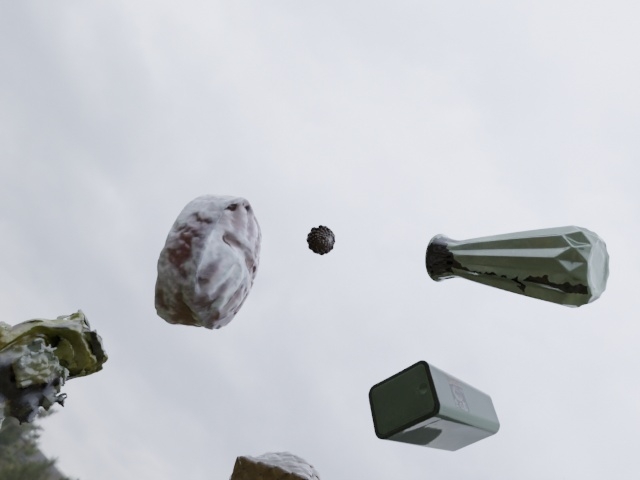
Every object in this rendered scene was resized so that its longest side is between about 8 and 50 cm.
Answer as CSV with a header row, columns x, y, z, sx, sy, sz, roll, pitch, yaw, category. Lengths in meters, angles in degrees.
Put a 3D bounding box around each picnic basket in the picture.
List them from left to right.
x,y,z,sx,sy,sz,roll,pitch,yaw,category
-0.114,0.760,1.553,0.292,0.337,0.337,10,-50,20,picnic basket

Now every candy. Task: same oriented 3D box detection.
x,y,z,sx,sy,sz,roll,pitch,yaw,category
-0.212,0.039,1.122,0.157,0.290,0.214,5,-37,21,candy

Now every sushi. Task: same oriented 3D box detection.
x,y,z,sx,sy,sz,roll,pitch,yaw,category
-0.445,0.187,0.775,0.131,0.290,0.139,35,-45,41,sushi

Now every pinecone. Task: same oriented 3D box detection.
x,y,z,sx,sy,sz,roll,pitch,yaw,category
0.000,0.000,1.424,0.077,0.077,0.083,50,-9,-3,pinecone

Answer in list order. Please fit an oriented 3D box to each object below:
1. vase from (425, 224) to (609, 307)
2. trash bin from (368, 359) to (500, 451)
x,y,z,sx,sy,sz,roll,pitch,yaw,category
0.400,0.048,1.185,0.360,0.165,0.165,2,-57,47,vase
0.337,0.490,1.631,0.343,0.158,0.223,26,-51,-38,trash bin
